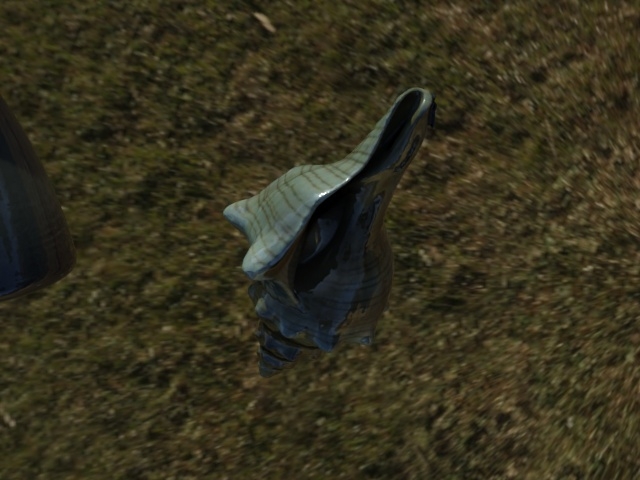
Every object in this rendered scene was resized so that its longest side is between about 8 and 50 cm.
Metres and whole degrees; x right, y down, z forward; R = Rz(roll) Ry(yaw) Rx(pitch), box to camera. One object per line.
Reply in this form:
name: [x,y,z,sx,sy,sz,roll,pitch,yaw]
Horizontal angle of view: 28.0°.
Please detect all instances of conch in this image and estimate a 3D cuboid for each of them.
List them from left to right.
conch: [-0.012,0.001,0.888,0.114,0.137,0.233,34,136,39]

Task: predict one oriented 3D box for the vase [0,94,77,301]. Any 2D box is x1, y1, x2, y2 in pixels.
vase: [-0.374,-0.102,1.345,0.173,0.173,0.321,-6,106,16]
